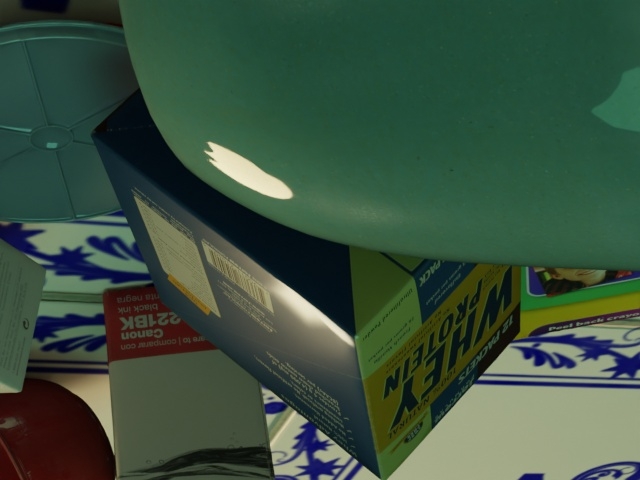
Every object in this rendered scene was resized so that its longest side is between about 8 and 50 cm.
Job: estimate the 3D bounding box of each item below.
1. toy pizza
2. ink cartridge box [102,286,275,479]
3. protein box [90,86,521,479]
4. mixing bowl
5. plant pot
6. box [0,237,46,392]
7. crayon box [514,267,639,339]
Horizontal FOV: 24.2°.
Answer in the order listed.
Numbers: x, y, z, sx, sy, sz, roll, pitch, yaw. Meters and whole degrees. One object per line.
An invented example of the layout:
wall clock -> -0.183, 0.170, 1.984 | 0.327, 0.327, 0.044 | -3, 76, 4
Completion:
toy pizza -> -0.164, -0.074, 0.904 | 0.201, 0.032, 0.201 | -8, 150, -5
ink cartridge box -> -0.095, 0.196, 1.127 | 0.114, 0.272, 0.197 | -6, 148, -8
protein box -> 0.000, 0.000, 0.875 | 0.136, 0.200, 0.201 | -46, 155, -18
mixing bowl -> -0.227, 0.179, 1.189 | 0.098, 0.181, 0.181 | -25, 159, -33
plant pot -> 0.051, -0.123, 0.665 | 0.235, 0.293, 0.293 | -4, 151, 19
box -> -0.281, 0.030, 0.950 | 0.130, 0.091, 0.170 | -5, 153, 26
crayon box -> 0.243, -0.074, 0.956 | 0.363, 0.106, 0.313 | -11, 147, 2
